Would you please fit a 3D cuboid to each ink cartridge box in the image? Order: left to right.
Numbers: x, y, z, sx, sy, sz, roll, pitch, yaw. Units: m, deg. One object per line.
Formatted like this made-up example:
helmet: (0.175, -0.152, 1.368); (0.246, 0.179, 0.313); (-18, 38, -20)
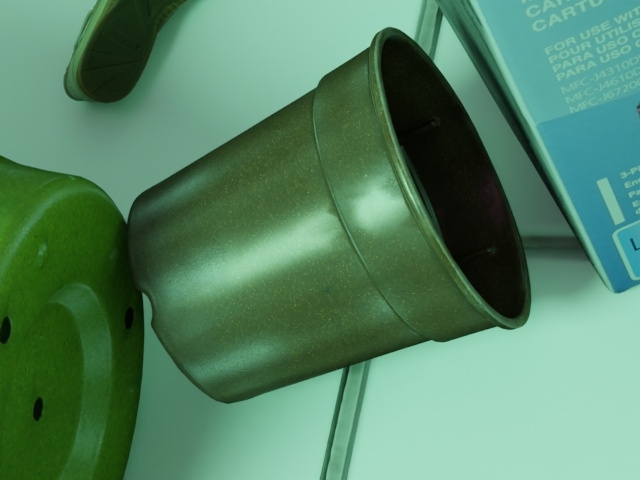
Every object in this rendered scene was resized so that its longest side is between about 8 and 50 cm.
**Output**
ink cartridge box: (0.101, -0.186, 0.810); (0.151, 0.395, 0.270); (-30, 55, 6)

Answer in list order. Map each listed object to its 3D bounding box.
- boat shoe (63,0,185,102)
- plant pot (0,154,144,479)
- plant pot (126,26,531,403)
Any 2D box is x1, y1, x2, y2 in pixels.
boat shoe: (-0.115, -0.155, 1.104); (0.048, 0.056, 0.153); (5, 67, 60)
plant pot: (-0.293, 0.065, 0.912); (0.353, 0.366, 0.366); (8, 66, 14)
plant pot: (0.000, 0.000, 0.908); (0.165, 0.167, 0.167); (-25, 55, 19)
